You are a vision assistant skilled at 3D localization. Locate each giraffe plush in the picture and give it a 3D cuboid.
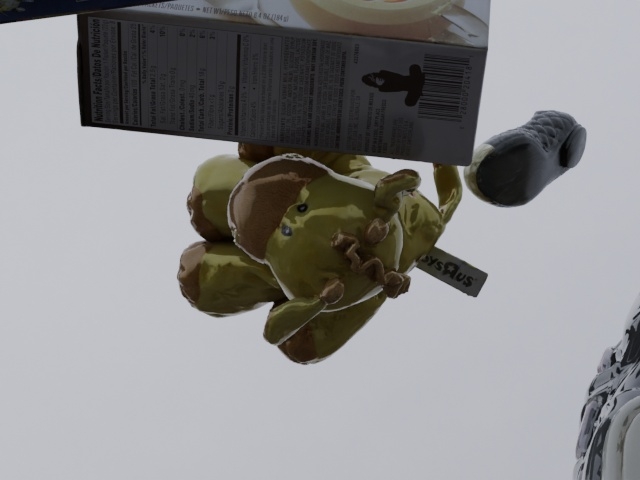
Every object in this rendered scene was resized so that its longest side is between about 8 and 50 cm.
[{"bbox_3d":[0.000,0.000,1.193,0.210,0.181,0.170,11,4,9],"label":"giraffe plush"}]

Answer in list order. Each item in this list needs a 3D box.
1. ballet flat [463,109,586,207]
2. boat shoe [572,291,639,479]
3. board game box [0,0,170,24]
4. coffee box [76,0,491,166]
[{"bbox_3d":[0.145,-0.060,1.366,0.173,0.049,0.057,-22,-59,-57],"label":"ballet flat"},{"bbox_3d":[0.180,0.107,0.901,0.112,0.335,0.095,24,-59,3],"label":"boat shoe"},{"bbox_3d":[-0.149,-0.150,0.747,0.243,0.165,0.042,-7,-45,0],"label":"board game box"},{"bbox_3d":[-0.019,-0.138,1.157,0.247,0.141,0.098,7,-47,3],"label":"coffee box"}]
